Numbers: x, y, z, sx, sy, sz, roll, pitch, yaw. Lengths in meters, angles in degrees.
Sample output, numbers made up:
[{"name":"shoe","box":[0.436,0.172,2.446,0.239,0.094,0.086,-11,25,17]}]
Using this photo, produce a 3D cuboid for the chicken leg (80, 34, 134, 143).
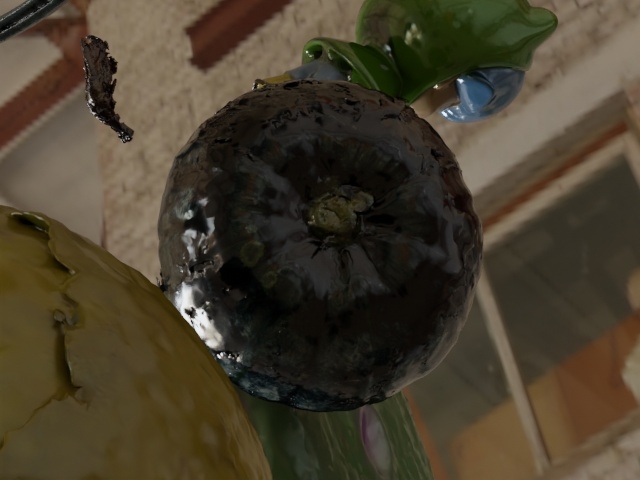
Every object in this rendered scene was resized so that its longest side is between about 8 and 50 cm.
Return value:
[{"name":"chicken leg","box":[-0.160,-0.110,1.200,0.021,0.083,0.036,-17,-2,31]}]

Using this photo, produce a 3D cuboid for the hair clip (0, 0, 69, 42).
[{"name":"hair clip","box":[-0.230,-0.209,1.353,0.275,0.048,0.083,-34,-73,22]}]

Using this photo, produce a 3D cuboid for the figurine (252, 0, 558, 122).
[{"name":"figurine","box":[0.073,-0.155,1.415,0.263,0.162,0.143,-22,-69,-22]}]

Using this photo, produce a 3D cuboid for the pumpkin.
[{"name":"pumpkin","box":[0.000,0.000,1.130,0.233,0.233,0.163,0,-17,-11]}]

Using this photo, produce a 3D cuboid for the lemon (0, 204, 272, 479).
[{"name":"lemon","box":[-0.184,0.163,0.737,0.350,0.350,0.387,-14,-59,1]}]

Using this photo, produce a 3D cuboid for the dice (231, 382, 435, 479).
[{"name":"dice","box":[-0.091,0.224,1.345,0.318,0.330,0.322,-21,-11,18]}]
